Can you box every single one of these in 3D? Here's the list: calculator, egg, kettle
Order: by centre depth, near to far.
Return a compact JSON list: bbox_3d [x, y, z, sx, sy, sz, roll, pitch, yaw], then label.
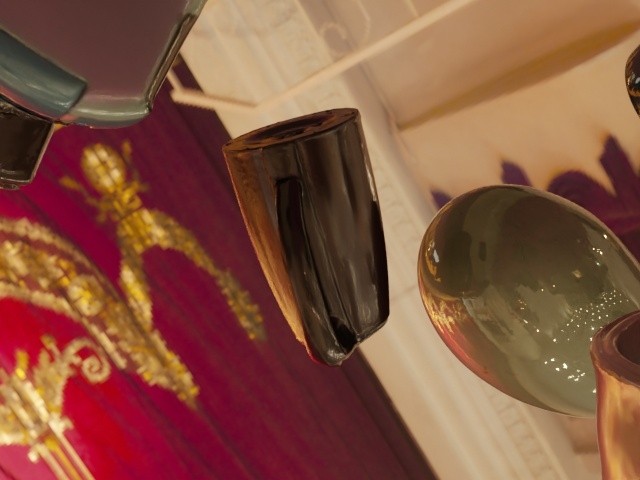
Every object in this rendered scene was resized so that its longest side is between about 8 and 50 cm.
[{"bbox_3d":[-0.144,-0.209,0.706,0.051,0.173,0.293,-23,-137,55],"label":"calculator"},{"bbox_3d":[0.000,0.000,1.077,0.144,0.232,0.202,-15,-166,7],"label":"kettle"},{"bbox_3d":[0.269,0.080,1.249,0.230,0.371,0.230,-39,-151,26],"label":"egg"}]

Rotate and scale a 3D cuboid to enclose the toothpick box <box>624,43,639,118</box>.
[{"bbox_3d":[0.331,-0.146,0.823,0.184,0.120,0.120,-33,-172,48],"label":"toothpick box"}]

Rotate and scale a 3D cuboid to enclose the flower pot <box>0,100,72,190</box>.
[{"bbox_3d":[-0.356,-0.104,0.976,0.250,0.084,0.179,16,-175,34],"label":"flower pot"}]

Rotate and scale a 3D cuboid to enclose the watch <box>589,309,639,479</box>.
[{"bbox_3d":[0.256,0.079,0.574,0.217,0.211,0.248,-3,-167,10],"label":"watch"}]
